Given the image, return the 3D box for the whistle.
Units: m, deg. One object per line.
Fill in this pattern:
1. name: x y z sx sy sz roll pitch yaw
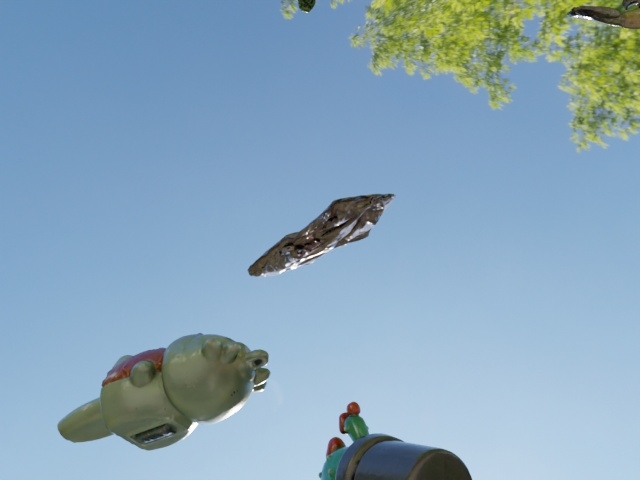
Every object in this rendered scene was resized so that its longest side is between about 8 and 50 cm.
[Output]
1. whistle: -0.164 0.161 0.567 0.253 0.106 0.102 -25 -77 14

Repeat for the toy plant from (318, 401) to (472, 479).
1. toy plant: 0.105 0.475 1.034 0.400 0.185 0.279 -29 -92 56

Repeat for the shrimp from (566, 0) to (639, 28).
1. shrimp: 0.403 -0.355 0.767 0.217 0.150 0.051 28 -27 20

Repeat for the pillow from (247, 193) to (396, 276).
1. pillow: 0.000 0.000 0.820 0.248 0.135 0.049 -34 -104 45

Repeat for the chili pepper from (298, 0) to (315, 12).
1. chili pepper: -0.009 -0.353 0.752 0.030 0.091 0.034 13 -37 16
